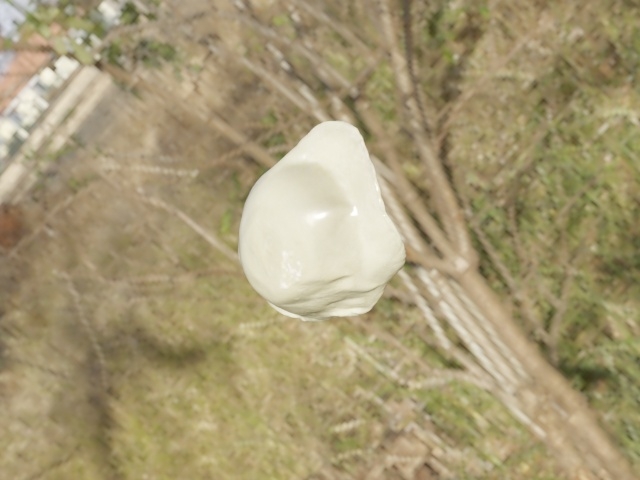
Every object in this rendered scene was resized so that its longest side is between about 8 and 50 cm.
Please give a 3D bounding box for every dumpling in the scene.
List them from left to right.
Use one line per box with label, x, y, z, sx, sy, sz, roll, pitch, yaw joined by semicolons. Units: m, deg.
dumpling;0.000;0.000;1.219;0.132;0.162;0.250;-29;-24;-42
